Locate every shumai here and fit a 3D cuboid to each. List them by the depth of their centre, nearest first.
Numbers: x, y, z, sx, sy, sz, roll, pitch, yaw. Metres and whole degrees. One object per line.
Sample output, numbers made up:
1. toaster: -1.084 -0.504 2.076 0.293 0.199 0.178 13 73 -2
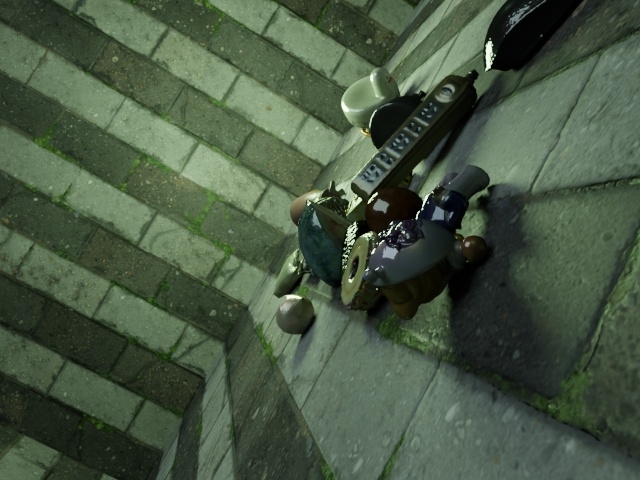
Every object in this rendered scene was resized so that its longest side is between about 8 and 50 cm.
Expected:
1. shumai: 0.023 -0.050 1.798 0.184 0.184 0.142 -61 -14 -11

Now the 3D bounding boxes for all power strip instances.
1. power strip: 0.221 -0.240 1.245 0.387 0.066 0.092 -47 46 1

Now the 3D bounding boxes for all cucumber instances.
1. cucumber: 0.088 0.035 1.342 0.074 0.074 0.241 -54 12 32

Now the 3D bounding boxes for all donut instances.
1. donut: 0.097 0.066 1.138 0.174 0.068 0.175 -164 90 -78

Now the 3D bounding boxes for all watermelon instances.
1. watermelon: -0.003 0.006 1.556 0.175 0.188 0.322 -57 8 8

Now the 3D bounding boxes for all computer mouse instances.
1. computer mouse: 0.412 -0.455 1.065 0.295 0.087 0.168 -48 12 45

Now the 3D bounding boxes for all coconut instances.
1. coconut: -0.069 0.202 1.570 0.110 0.110 0.125 -70 7 -50

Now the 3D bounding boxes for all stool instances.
1. stool: 0.239 -0.289 1.398 0.139 0.227 0.154 -40 -51 -47

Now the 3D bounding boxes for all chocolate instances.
1. chocolate: 0.166 -0.055 1.159 0.133 0.127 0.124 -18 73 59

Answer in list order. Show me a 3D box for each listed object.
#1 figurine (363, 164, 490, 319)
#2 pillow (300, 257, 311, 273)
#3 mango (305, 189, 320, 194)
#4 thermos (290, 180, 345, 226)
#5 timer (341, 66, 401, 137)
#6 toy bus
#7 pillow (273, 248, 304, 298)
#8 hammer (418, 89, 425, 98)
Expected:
1. figurine: 0.178 -0.013 0.853 0.274 0.133 0.194 -47 19 -7
2. pillow: -0.016 0.060 1.897 0.141 0.055 0.208 -52 7 -12
3. mango: -0.056 -0.151 2.586 0.151 0.120 0.221 -48 7 39
4. thermos: 0.000 -0.146 2.245 0.176 0.146 0.265 -36 6 -28
5. timer: 0.191 -0.553 2.121 0.233 0.240 0.234 -15 47 17
6. toy bus: 0.155 -0.123 1.469 0.226 0.081 0.074 -44 23 50
7. pillow: -0.122 0.136 2.153 0.181 0.077 0.134 -54 11 41
8. hammer: 0.284 -0.407 1.833 0.201 0.021 0.078 -57 9 16
